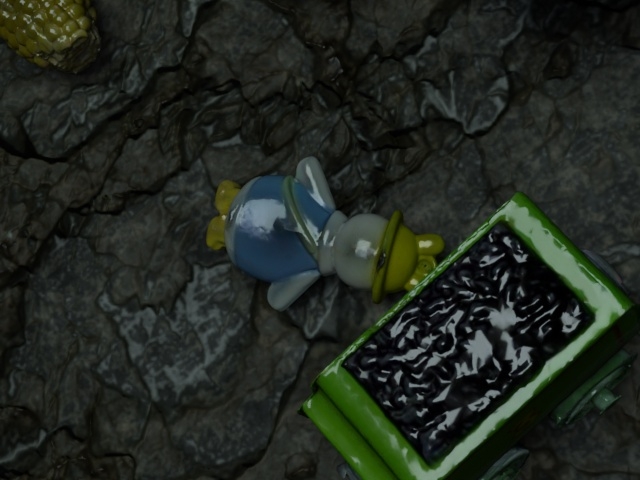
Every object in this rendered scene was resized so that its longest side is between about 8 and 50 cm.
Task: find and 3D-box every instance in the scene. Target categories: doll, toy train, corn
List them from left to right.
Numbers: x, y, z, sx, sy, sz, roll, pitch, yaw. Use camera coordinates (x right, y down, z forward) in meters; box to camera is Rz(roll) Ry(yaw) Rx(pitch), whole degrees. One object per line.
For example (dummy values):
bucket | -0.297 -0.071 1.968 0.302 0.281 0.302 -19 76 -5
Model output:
corn | -0.361 -0.317 1.339 0.130 0.130 0.347 -42 76 3
doll | 0.000 0.001 1.193 0.241 0.098 0.135 15 60 16
toy train | 0.136 0.118 1.055 0.307 0.249 0.173 -43 69 4
